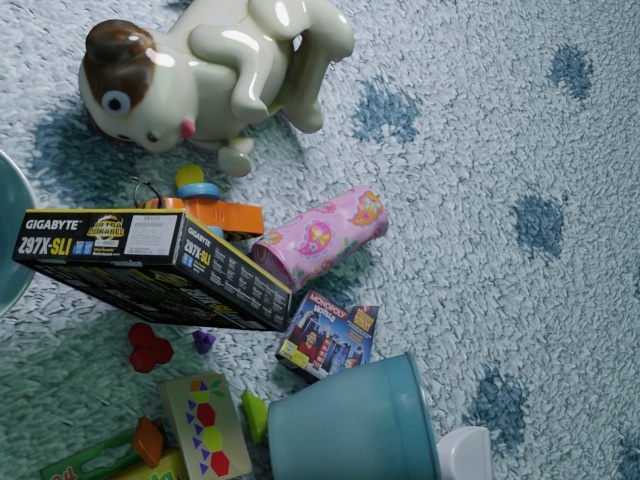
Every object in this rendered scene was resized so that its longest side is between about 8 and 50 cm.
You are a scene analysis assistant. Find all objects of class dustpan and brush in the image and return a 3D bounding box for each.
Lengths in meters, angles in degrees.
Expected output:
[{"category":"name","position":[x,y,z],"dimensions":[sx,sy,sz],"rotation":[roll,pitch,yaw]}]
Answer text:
[{"category":"dustpan and brush","position":[0.255,0.449,1.325],"dimensions":[0.211,0.060,0.147],"rotation":[13,69,-35]}]

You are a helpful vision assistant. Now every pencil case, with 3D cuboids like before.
[{"category":"pencil case","position":[0.000,0.000,1.254],"dimensions":[0.284,0.124,0.124],"rotation":[-33,95,-33]}]

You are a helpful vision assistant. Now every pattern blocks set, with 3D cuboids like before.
[{"category":"pattern blocks set","position":[-0.183,0.294,1.047],"dimensions":[0.285,0.026,0.324],"rotation":[19,47,-49]}]

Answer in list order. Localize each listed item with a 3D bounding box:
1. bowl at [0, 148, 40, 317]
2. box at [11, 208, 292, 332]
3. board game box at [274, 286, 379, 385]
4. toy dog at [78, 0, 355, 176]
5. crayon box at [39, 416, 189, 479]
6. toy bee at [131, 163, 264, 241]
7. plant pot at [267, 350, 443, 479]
[{"category":"bowl","position":[-0.553,0.002,0.886],"dimensions":[0.312,0.163,0.311],"rotation":[9,73,-30]},{"category":"box","position":[-0.222,0.052,0.938],"dimensions":[0.322,0.257,0.079],"rotation":[45,48,-59]},{"category":"board game box","position":[0.025,0.183,1.249],"dimensions":[0.194,0.060,0.194],"rotation":[37,60,-18]},{"category":"toy dog","position":[-0.204,-0.300,1.119],"dimensions":[0.408,0.284,0.395],"rotation":[-34,82,-33]},{"category":"crayon box","position":[-0.268,0.452,0.985],"dimensions":[0.202,0.081,0.318],"rotation":[-20,87,-33]},{"category":"toy bee","position":[-0.242,-0.046,1.116],"dimensions":[0.298,0.162,0.195],"rotation":[39,48,-45]},{"category":"plant pot","position":[0.050,0.339,1.086],"dimensions":[0.255,0.271,0.271],"rotation":[-10,81,0]}]
